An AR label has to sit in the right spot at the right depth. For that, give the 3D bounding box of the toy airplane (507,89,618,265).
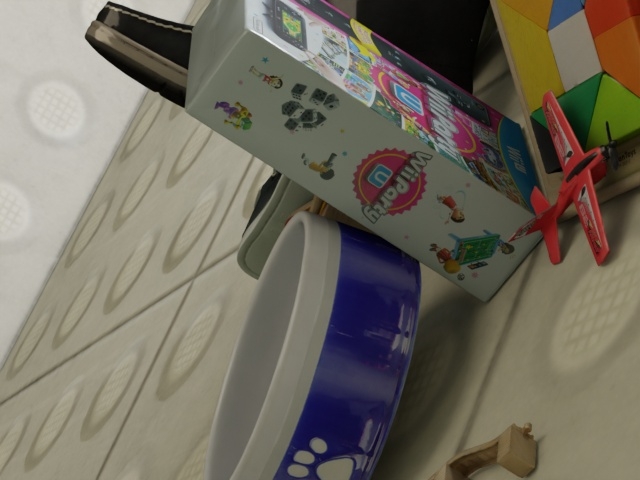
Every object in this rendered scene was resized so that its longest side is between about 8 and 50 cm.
[{"bbox_3d":[0.192,-0.035,1.475,0.151,0.028,0.151,3,93,62],"label":"toy airplane"}]

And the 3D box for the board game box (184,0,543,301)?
[{"bbox_3d":[0.037,-0.102,1.630,0.097,0.303,0.224,-52,17,20],"label":"board game box"}]

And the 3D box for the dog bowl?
[{"bbox_3d":[-0.009,0.115,1.613,0.265,0.104,0.265,-161,90,-80],"label":"dog bowl"}]

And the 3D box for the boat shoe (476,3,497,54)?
[{"bbox_3d":[0.108,-0.180,1.992,0.302,0.109,0.094,128,151,-52],"label":"boat shoe"}]

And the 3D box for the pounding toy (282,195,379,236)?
[{"bbox_3d":[0.000,0.000,1.928,0.141,0.100,0.130,-31,31,59],"label":"pounding toy"}]

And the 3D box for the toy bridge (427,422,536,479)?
[{"bbox_3d":[0.096,0.190,1.403,0.188,0.026,0.063,-48,17,31],"label":"toy bridge"}]

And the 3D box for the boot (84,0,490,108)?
[{"bbox_3d":[-0.007,-0.234,1.824,0.138,0.377,0.284,54,-124,-87],"label":"boot"}]

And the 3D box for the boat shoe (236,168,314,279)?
[{"bbox_3d":[-0.001,-0.063,2.031,0.302,0.114,0.091,-40,29,46],"label":"boat shoe"}]

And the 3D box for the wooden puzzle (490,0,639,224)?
[{"bbox_3d":[0.207,-0.150,1.479,0.221,0.044,0.239,-30,68,60],"label":"wooden puzzle"}]
